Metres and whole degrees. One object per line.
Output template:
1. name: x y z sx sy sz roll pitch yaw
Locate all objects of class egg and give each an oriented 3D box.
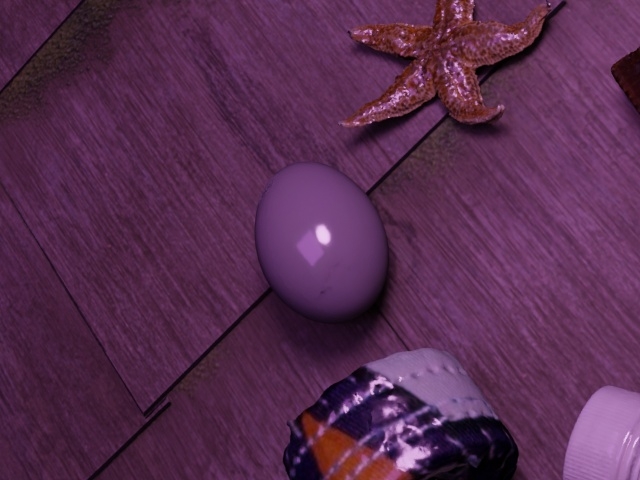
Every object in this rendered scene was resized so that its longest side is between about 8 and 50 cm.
1. egg: 0.000 0.000 1.750 0.146 0.146 0.199 -29 59 22

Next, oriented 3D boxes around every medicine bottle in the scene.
1. medicine bottle: 0.368 0.232 1.483 0.252 0.144 0.144 19 89 30

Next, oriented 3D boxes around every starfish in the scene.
1. starfish: 0.135 -0.219 1.770 0.277 0.062 0.236 -31 64 23

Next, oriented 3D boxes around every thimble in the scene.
1. thimble: 0.081 0.234 1.615 0.237 0.237 0.150 -43 57 15

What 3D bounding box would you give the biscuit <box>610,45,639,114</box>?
1. biscuit: 0.428 -0.058 1.555 0.107 0.073 0.388 -36 63 17
